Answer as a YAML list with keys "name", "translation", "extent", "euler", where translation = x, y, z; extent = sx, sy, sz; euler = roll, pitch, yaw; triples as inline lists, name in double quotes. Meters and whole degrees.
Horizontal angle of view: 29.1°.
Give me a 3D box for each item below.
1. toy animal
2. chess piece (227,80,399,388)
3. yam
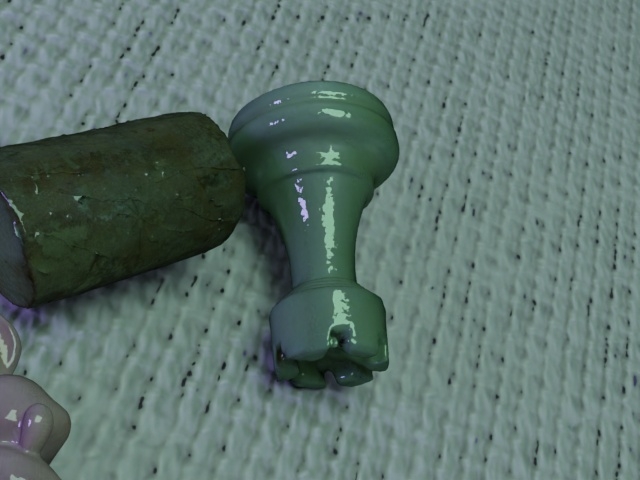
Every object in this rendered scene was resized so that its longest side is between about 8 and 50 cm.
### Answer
- name: "toy animal"
  translation: [-0.263, 0.158, 1.053]
  extent: [0.124, 0.124, 0.212]
  euler: [15, 42, -24]
- name: "chess piece"
  translation: [0.000, 0.000, 1.317]
  extent: [0.194, 0.194, 0.299]
  euler: [10, 59, -27]
- name: "yam"
  translation: [-0.215, -0.034, 1.206]
  extent: [0.268, 0.161, 0.161]
  euler: [-20, 68, -41]
